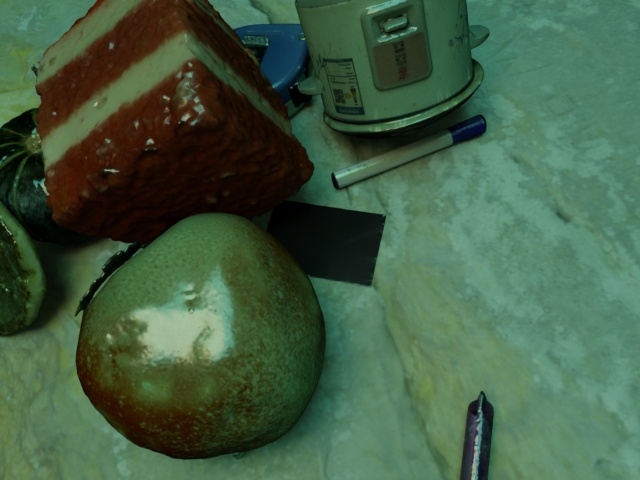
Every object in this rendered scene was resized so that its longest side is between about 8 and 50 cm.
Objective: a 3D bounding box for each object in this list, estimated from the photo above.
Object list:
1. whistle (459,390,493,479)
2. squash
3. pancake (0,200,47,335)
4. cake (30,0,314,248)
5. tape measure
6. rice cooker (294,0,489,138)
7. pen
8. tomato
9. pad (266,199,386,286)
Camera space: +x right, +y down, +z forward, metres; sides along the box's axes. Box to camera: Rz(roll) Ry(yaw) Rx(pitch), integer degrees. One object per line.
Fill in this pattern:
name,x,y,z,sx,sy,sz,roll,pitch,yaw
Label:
whistle,0.183,0.270,0.570,0.033,0.033,0.177,9,65,15
squash,-0.437,-0.117,0.818,0.252,0.165,0.252,-3,60,4
pancake,-0.523,0.033,0.749,0.253,0.037,0.254,7,108,21
cake,-0.208,-0.177,0.694,0.269,0.270,0.320,-28,66,19
tape measure,-0.180,-0.328,0.922,0.351,0.098,0.215,4,63,16
rice cooker,0.105,-0.300,0.744,0.316,0.317,0.264,-15,35,3
pen,0.145,-0.146,0.797,0.269,0.033,0.033,-21,61,-1
tomato,-0.147,0.113,0.596,0.303,0.239,0.304,-5,58,7
pad,0.000,0.000,0.764,0.190,0.004,0.127,9,65,15
